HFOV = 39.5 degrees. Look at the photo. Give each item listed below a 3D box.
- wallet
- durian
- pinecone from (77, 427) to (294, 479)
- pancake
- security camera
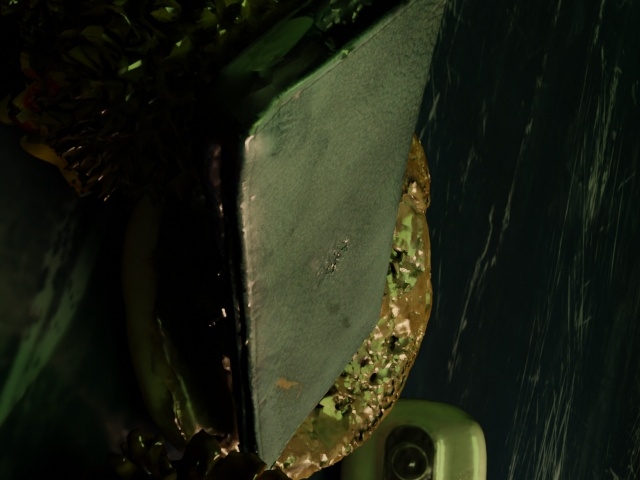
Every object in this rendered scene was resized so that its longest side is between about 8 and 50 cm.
[{"bbox_3d":[0.000,0.000,0.572,0.190,0.046,0.379,-49,159,-32],"label":"wallet"},{"bbox_3d":[-0.079,-0.164,0.556,0.258,0.258,0.293,32,72,-51],"label":"durian"},{"bbox_3d":[-0.094,0.249,0.582,0.257,0.243,0.243,50,52,-27],"label":"pinecone"},{"bbox_3d":[-0.019,0.027,0.781,0.387,0.082,0.387,-7,99,-49],"label":"pancake"},{"bbox_3d":[0.088,0.309,0.886,0.080,0.157,0.301,28,65,-76],"label":"security camera"}]
